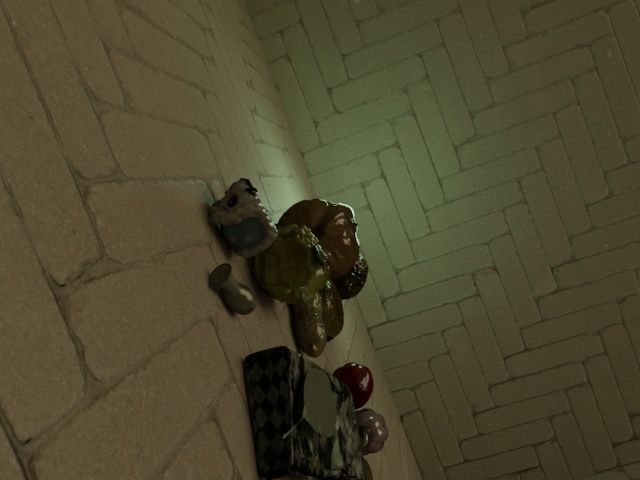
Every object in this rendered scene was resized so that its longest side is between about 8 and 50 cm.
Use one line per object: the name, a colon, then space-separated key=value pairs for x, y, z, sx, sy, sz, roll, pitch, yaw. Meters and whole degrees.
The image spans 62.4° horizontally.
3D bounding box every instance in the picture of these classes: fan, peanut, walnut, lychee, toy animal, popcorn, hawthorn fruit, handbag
fan: x=-0.027 y=0.420 z=1.292 sx=0.310 sy=0.010 sz=0.182 roll=-7 pitch=79 yaw=-67
peanut: x=-0.042 y=0.294 z=1.957 sx=0.136 sy=0.120 sz=0.298 roll=52 pitch=22 yaw=-49
walnut: x=-0.007 y=-0.007 z=2.182 sx=0.383 sy=0.384 sz=0.383 roll=-20 pitch=90 yaw=-81
lychee: x=0.099 y=0.159 z=2.557 sx=0.320 sy=0.270 sz=0.270 roll=44 pitch=-8 yaw=36
toy animal: x=-0.225 y=-0.064 z=1.533 sx=0.204 sy=0.156 sz=0.208 roll=61 pitch=-4 yaw=-31
popcorn: x=-0.092 y=0.090 z=1.723 sx=0.293 sy=0.237 sz=0.292 roll=-23 pitch=90 yaw=-84
hawthorn fruit: x=0.132 y=0.606 z=2.155 sx=0.202 sy=0.185 sz=0.185 roll=-78 pitch=150 yaw=-46
handbag: x=-0.038 y=0.495 z=1.411 sx=0.416 sy=0.180 sz=0.316 roll=48 pitch=25 yaw=-50

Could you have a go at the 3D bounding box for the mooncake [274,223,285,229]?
mooncake: x=-0.151 y=0.021 z=1.952 sx=0.175 sy=0.104 sz=0.168 roll=65 pitch=16 yaw=-11

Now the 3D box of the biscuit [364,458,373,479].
biscuit: x=0.174 y=0.966 z=1.974 sx=0.291 sy=0.062 sz=0.236 roll=31 pitch=40 yaw=-77

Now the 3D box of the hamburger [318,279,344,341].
hamburger: x=0.028 y=0.290 z=2.324 sx=0.284 sy=0.135 sz=0.265 roll=58 pitch=13 yaw=-46

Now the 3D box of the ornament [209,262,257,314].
ornament: x=-0.224 y=0.134 z=1.376 sx=0.156 sy=0.081 sz=0.074 roll=57 pitch=49 yaw=-43

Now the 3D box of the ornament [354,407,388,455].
ornament: x=0.176 y=0.756 z=2.086 sx=0.177 sy=0.178 sz=0.177 roll=-20 pitch=90 yaw=-81
